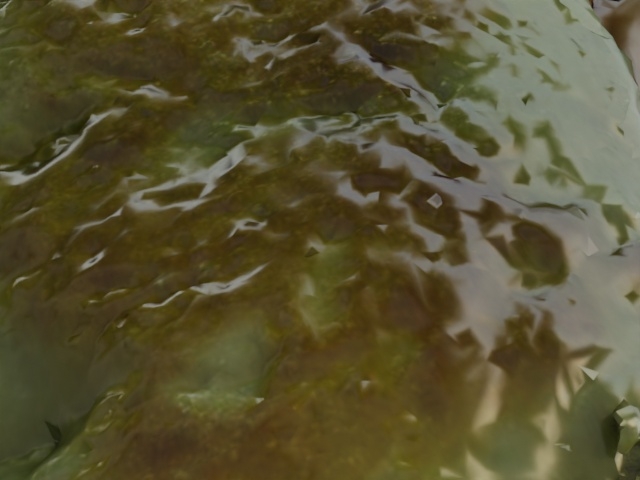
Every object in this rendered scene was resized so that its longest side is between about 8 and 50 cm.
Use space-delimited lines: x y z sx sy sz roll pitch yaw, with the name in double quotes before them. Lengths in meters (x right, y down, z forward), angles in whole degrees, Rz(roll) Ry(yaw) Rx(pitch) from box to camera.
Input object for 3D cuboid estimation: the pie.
"pie" -0.009 0.002 0.520 0.257 0.274 0.105 4 -44 -1
